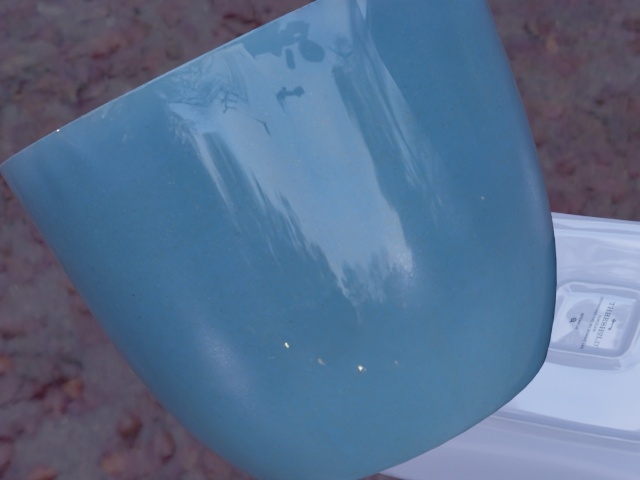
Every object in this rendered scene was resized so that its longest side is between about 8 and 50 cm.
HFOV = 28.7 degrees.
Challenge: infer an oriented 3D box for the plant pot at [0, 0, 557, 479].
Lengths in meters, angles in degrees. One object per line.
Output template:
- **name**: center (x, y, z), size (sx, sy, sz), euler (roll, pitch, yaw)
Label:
- **plant pot**: center (0.000, 0.000, 0.724), size (0.293, 0.293, 0.235), euler (-27, 96, -14)

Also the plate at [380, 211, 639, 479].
- **plate**: center (0.200, 0.072, 0.912), size (0.278, 0.045, 0.277), euler (6, 48, 29)
